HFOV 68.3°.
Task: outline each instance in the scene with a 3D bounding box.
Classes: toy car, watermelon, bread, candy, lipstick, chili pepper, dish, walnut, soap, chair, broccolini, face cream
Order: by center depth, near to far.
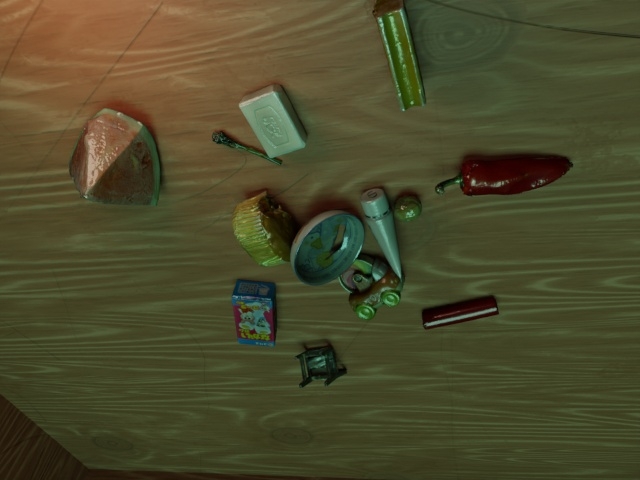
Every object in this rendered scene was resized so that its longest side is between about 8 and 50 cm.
[{"bbox_3d":[0.188,-0.441,1.110,0.073,0.140,0.232,-11,130,18],"label":"soap"},{"bbox_3d":[-0.127,-0.330,1.309,0.122,0.063,0.183,-14,129,23],"label":"soap"},{"bbox_3d":[0.515,-0.183,1.336,0.388,0.110,0.110,-4,132,5],"label":"chili pepper"},{"bbox_3d":[-0.575,-0.208,1.373,0.251,0.292,0.283,1,140,-36],"label":"watermelon"},{"bbox_3d":[-0.218,-0.269,1.403,0.218,0.044,0.042,22,117,-19],"label":"broccolini"},{"bbox_3d":[0.268,-0.099,1.455,0.092,0.092,0.092,4,133,4],"label":"walnut"},{"bbox_3d":[-0.165,-0.029,1.517,0.133,0.179,0.250,-13,132,24],"label":"bread"},{"bbox_3d":[0.211,-0.021,1.518,0.089,0.143,0.314,-22,122,5],"label":"face cream"},{"bbox_3d":[0.000,0.000,1.549,0.273,0.134,0.273,-22,134,-24],"label":"dish"},{"bbox_3d":[0.168,0.141,1.671,0.235,0.145,0.235,8,121,14],"label":"toy car"},{"bbox_3d":[0.522,0.276,1.778,0.280,0.073,0.073,-15,129,20],"label":"lipstick"},{"bbox_3d":[-0.258,0.296,1.884,0.157,0.100,0.305,4,132,2],"label":"candy"},{"bbox_3d":[0.007,0.544,2.073,0.136,0.147,0.270,-12,173,21],"label":"chair"}]
